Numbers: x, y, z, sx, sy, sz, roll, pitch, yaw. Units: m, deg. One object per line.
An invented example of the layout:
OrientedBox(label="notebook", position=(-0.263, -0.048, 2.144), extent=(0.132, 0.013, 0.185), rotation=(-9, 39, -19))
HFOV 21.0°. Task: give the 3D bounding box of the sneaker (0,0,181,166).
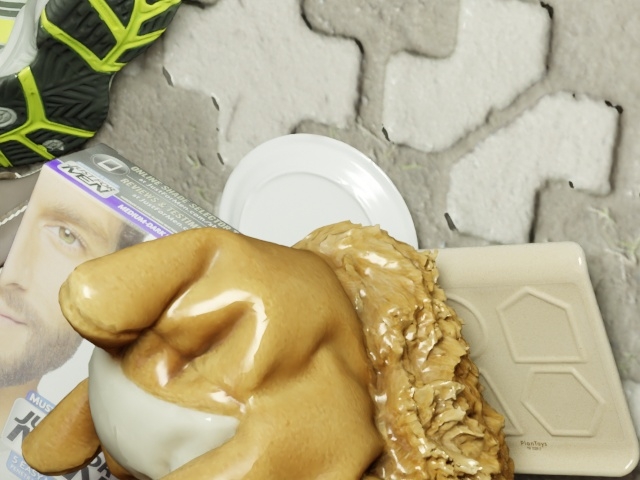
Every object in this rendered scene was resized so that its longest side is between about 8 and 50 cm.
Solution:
OrientedBox(label="sneaker", position=(-0.251, -0.196, 1.602), extent=(0.385, 0.145, 0.147), rotation=(-37, 54, 40))

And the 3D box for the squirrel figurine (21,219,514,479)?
OrientedBox(label="squirrel figurine", position=(0.013, 0.187, 1.319), extent=(0.370, 0.397, 0.281), rotation=(54, 142, 21))

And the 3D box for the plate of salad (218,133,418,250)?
OrientedBox(label="plate of salad", position=(0.000, 0.000, 1.532), extent=(0.200, 0.048, 0.199), rotation=(9, 111, 26))

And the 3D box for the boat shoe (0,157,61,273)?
OrientedBox(label="boat shoe", position=(-0.345, -0.012, 1.714), extent=(0.324, 0.116, 0.096), rotation=(-26, 112, 43))

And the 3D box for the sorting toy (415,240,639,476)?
OrientedBox(label="sorting toy", position=(0.162, 0.099, 1.457), extent=(0.193, 0.038, 0.208), rotation=(-4, 113, 35))

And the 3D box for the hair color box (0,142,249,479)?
OrientedBox(label="hair color box", position=(-0.207, 0.106, 1.548), extent=(0.185, 0.110, 0.339), rotation=(32, 114, 15))
